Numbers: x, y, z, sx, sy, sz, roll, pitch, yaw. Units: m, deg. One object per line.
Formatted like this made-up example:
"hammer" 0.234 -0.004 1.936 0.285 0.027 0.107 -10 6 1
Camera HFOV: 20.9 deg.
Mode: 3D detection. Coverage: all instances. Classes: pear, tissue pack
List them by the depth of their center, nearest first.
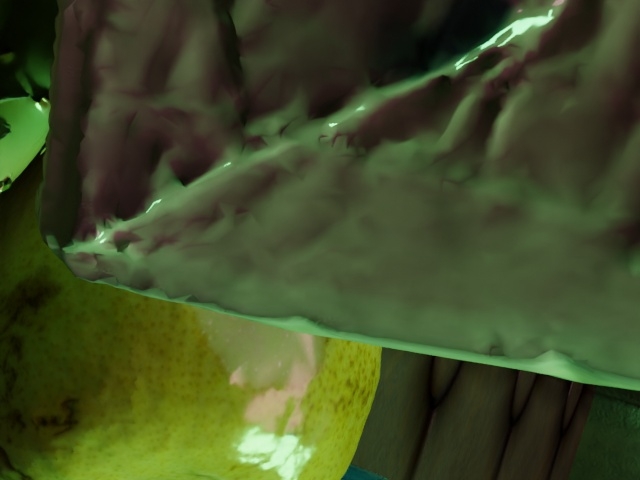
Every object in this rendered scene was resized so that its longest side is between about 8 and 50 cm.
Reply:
"tissue pack" 0.087 -0.109 0.617 0.380 0.297 0.207 -79 180 -69
"pear" -0.060 0.030 0.673 0.178 0.178 0.178 17 90 -74

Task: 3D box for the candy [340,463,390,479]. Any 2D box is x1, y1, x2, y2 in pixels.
"candy" -0.056 0.285 1.042 0.157 0.100 0.306 90 24 -46

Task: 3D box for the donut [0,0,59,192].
"donut" -0.118 -0.080 0.530 0.174 0.068 0.174 18 90 -75
